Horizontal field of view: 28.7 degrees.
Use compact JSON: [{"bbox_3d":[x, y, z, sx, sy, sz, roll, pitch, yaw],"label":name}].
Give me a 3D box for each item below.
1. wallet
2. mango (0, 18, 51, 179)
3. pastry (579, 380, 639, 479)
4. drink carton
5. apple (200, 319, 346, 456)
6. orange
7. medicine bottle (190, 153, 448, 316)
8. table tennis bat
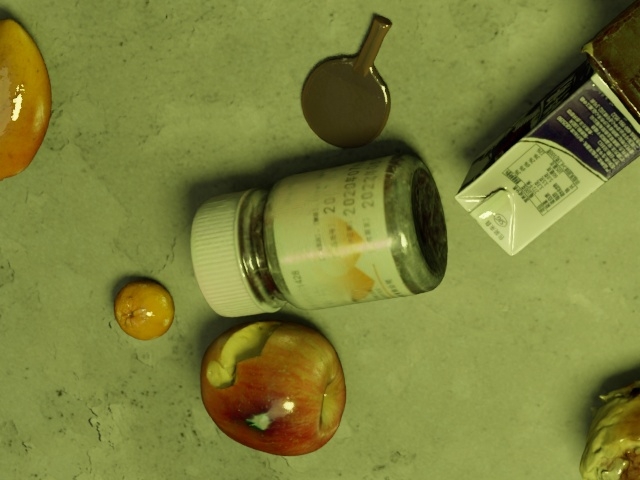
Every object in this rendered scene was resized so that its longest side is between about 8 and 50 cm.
[{"bbox_3d":[0.380,-0.218,1.261,0.232,0.031,0.122,-41,95,-12],"label":"wallet"},{"bbox_3d":[-0.403,-0.174,1.566,0.141,0.102,0.217,30,117,30],"label":"mango"},{"bbox_3d":[0.439,0.245,1.448,0.256,0.170,0.237,-20,125,19],"label":"pastry"},{"bbox_3d":[0.264,-0.100,1.365,0.102,0.134,0.222,44,118,-7],"label":"drink carton"},{"bbox_3d":[-0.064,0.182,1.572,0.199,0.199,0.199,6,114,15],"label":"apple"},{"bbox_3d":[-0.231,0.092,1.639,0.083,0.070,0.083,7,111,18],"label":"orange"},{"bbox_3d":[0.000,0.000,1.474,0.273,0.165,0.165,-11,108,21],"label":"medicine bottle"},{"bbox_3d":[0.026,-0.164,1.422,0.107,0.119,0.170,27,119,4],"label":"table tennis bat"}]
